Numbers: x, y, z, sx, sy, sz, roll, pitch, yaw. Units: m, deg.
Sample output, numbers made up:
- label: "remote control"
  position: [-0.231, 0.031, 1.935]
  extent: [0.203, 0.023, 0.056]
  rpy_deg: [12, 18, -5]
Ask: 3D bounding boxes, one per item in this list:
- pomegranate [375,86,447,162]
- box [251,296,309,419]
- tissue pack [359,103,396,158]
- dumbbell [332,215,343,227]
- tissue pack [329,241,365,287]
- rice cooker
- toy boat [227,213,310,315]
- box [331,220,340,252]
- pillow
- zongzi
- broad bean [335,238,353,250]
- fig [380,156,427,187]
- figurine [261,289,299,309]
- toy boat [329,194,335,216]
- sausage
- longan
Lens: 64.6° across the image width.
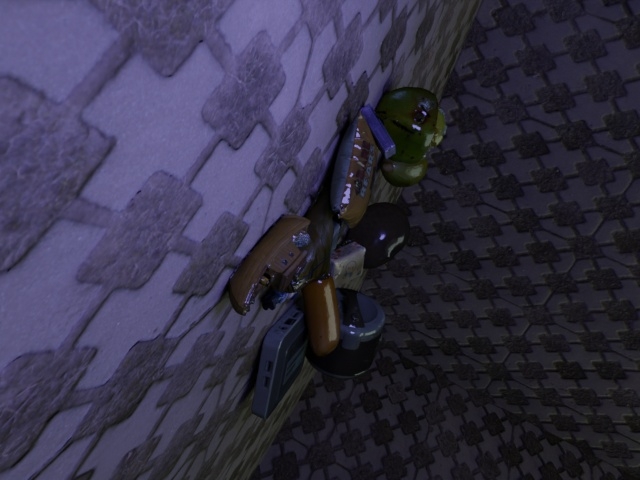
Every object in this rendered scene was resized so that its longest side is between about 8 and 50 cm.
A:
- label: "pomegranate"
  position: [0.288, -0.393, 1.771]
  extent: [0.260, 0.260, 0.341]
  rpy_deg: [-61, -163, -16]
- label: "box"
  position: [-0.131, 0.439, 1.930]
  extent: [0.367, 0.090, 0.373]
  rpy_deg: [-44, 149, -63]
- label: "tissue pack"
  position: [0.177, -0.334, 1.558]
  extent: [0.051, 0.156, 0.112]
  rpy_deg: [-31, 173, 8]
- label: "dumbbell"
  position: [0.039, -0.063, 1.733]
  extent: [0.069, 0.069, 0.147]
  rpy_deg: [-65, 169, 7]
- label: "tissue pack"
  position: [0.094, 0.106, 2.126]
  extent: [0.196, 0.092, 0.148]
  rpy_deg: [-25, 132, -40]
- label: "rice cooker"
  position: [0.104, 0.377, 2.150]
  extent: [0.335, 0.335, 0.325]
  rpy_deg: [-45, 150, -59]
- label: "toy boat"
  position: [-0.107, 0.058, 1.211]
  extent: [0.321, 0.121, 0.089]
  rpy_deg: [-54, 171, -43]
- label: "box"
  position: [0.000, 0.000, 1.634]
  extent: [0.124, 0.093, 0.172]
  rpy_deg: [-57, 167, -30]
- label: "pillow"
  position: [0.103, -0.196, 1.532]
  extent: [0.312, 0.119, 0.310]
  rpy_deg: [31, 73, -78]
- label: "zongzi"
  position: [-0.045, -0.011, 1.413]
  extent: [0.260, 0.123, 0.289]
  rpy_deg: [-15, 115, -67]
- label: "broad bean"
  position: [0.044, 0.125, 2.222]
  extent: [0.325, 0.067, 0.075]
  rpy_deg: [-67, -166, 0]
- label: "fig"
  position: [0.370, -0.338, 2.326]
  extent: [0.230, 0.207, 0.207]
  rpy_deg: [-33, 156, -23]
- label: "figurine"
  position: [-0.119, 0.155, 1.518]
  extent: [0.149, 0.086, 0.087]
  rpy_deg: [-30, 105, -51]
- label: "toy boat"
  position: [0.061, -0.139, 1.703]
  extent: [0.206, 0.064, 0.072]
  rpy_deg: [-50, -179, -42]
- label: "sausage"
  position: [0.008, 0.284, 1.896]
  extent: [0.134, 0.116, 0.354]
  rpy_deg: [-23, 112, -36]
- label: "longan"
  position: [0.264, -0.020, 2.390]
  extent: [0.350, 0.288, 0.288]
  rpy_deg: [-51, 167, -8]
